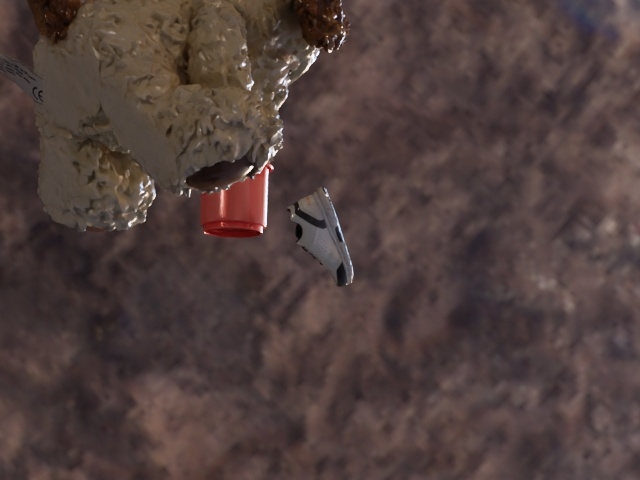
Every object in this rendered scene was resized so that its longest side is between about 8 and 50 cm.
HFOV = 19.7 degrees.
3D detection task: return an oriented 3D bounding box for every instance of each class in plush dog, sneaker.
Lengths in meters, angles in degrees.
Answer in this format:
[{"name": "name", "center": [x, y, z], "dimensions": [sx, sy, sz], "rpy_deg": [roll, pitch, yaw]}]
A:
[{"name": "plush dog", "center": [-0.100, -0.140, 1.414], "dimensions": [0.225, 0.211, 0.262], "rpy_deg": [-24, 3, -38]}, {"name": "sneaker", "center": [0.000, 0.000, 1.687], "dimensions": [0.043, 0.040, 0.109], "rpy_deg": [-22, -56, -1]}]

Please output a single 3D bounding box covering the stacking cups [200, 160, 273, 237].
[{"name": "stacking cups", "center": [-0.073, -0.162, 1.773], "dimensions": [0.096, 0.096, 0.316], "rpy_deg": [7, -102, -45]}]
